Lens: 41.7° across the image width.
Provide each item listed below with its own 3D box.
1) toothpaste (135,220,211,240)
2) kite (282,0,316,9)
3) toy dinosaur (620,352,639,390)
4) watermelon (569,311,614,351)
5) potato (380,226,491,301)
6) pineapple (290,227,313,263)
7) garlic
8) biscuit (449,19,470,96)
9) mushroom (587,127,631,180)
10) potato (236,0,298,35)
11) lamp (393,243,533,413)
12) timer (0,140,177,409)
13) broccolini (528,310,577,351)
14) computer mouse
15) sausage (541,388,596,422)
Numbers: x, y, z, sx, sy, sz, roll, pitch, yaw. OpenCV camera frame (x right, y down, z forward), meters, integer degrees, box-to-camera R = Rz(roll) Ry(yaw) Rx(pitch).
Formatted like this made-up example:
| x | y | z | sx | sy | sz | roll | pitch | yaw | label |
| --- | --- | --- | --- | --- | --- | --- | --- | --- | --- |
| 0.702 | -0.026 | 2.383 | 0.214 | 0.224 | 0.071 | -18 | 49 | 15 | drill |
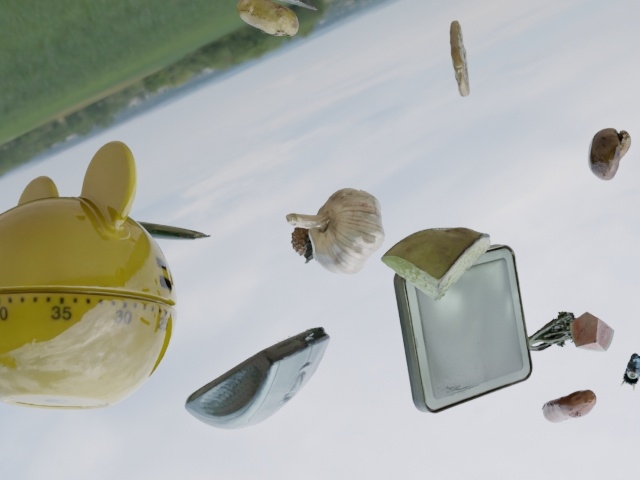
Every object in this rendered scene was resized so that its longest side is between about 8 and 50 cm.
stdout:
| x | y | z | sx | sy | sz | roll | pitch | yaw | label |
| --- | --- | --- | --- | --- | --- | --- | --- | --- | --- |
| -0.309 | -0.017 | 1.613 | 0.204 | 0.031 | 0.049 | 7 | -173 | 19 | toothpaste |
| -0.104 | -0.569 | 1.923 | 0.241 | 0.014 | 0.183 | 13 | -176 | -45 | kite |
| 0.600 | 0.250 | 1.610 | 0.030 | 0.083 | 0.047 | 20 | -139 | 22 | toy dinosaur |
| 0.576 | 0.191 | 1.759 | 0.092 | 0.084 | 0.072 | -4 | 164 | -7 | watermelon |
| 0.181 | 0.002 | 1.309 | 0.120 | 0.081 | 0.149 | 35 | -120 | 25 | potato |
| 0.000 | 0.000 | 2.382 | 0.130 | 0.119 | 0.277 | -13 | -173 | -13 | pineapple |
| 0.012 | -0.029 | 1.800 | 0.226 | 0.199 | 0.199 | 14 | 170 | -33 | garlic |
| 0.183 | -0.240 | 1.105 | 0.018 | 0.071 | 0.147 | -9 | -147 | 15 | biscuit |
| 0.648 | -0.192 | 1.892 | 0.087 | 0.127 | 0.127 | 8 | -155 | 13 | mushroom |
| -0.137 | -0.586 | 2.197 | 0.080 | 0.170 | 0.107 | -64 | -174 | -16 | potato |
| 0.267 | 0.158 | 1.545 | 0.266 | 0.269 | 0.047 | -12 | -175 | -27 | lamp |
| -0.385 | 0.059 | 1.297 | 0.376 | 0.387 | 0.376 | -1 | 164 | 0 | timer |
| 0.529 | 0.224 | 2.013 | 0.202 | 0.091 | 0.068 | -12 | -149 | -13 | broccolini |
| -0.114 | 0.280 | 1.630 | 0.371 | 0.122 | 0.188 | -39 | 168 | 38 | computer mouse |
| 0.389 | 0.265 | 1.330 | 0.043 | 0.043 | 0.186 | -29 | 166 | -10 | sausage |
